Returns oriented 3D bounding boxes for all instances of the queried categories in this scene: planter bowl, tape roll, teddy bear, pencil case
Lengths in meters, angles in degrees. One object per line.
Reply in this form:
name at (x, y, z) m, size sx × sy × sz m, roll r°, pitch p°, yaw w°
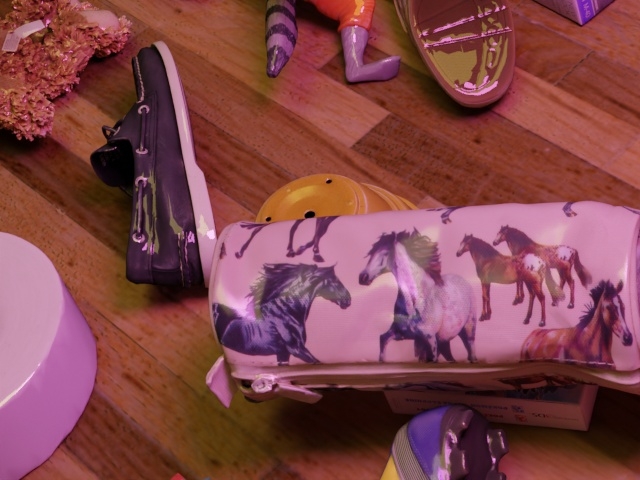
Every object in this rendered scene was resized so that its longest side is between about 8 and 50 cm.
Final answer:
planter bowl at (0.000, 0.000, 1.698) m, size 0.217 × 0.090 × 0.217 m, roll -12°, pitch 45°, yaw 12°
tape roll at (-0.371, 0.124, 1.720) m, size 0.286 × 0.100 × 0.286 m, roll -11°, pitch 46°, yaw 12°
teddy bear at (-0.378, -0.188, 2.027) m, size 0.245 × 0.113 × 0.338 m, roll 18°, pitch 49°, yaw 25°
pencil case at (0.108, 0.062, 1.484) m, size 0.410 × 0.160 × 0.183 m, roll -3°, pitch 59°, yaw 20°

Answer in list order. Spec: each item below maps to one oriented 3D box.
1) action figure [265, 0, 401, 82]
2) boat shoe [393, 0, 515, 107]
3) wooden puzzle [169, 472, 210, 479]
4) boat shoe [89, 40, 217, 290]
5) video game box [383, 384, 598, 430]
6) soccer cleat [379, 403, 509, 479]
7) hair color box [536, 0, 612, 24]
action figure at (-0.064, -0.344, 1.923) m, size 0.178 × 0.341 × 0.330 m, roll -45°, pitch 39°, yaw 16°
boat shoe at (0.134, -0.257, 1.883) m, size 0.109 × 0.098 × 0.302 m, roll -18°, pitch 60°, yaw -6°
wooden puzzle at (-0.134, 0.243, 1.582) m, size 0.083 × 0.006 × 0.049 m, roll -41°, pitch 48°, yaw -18°
boat shoe at (-0.184, -0.079, 1.819) m, size 0.113 × 0.127 × 0.340 m, roll -12°, pitch 54°, yaw -6°
video game box at (0.174, 0.074, 1.590) m, size 0.187 × 0.048 × 0.205 m, roll 2°, pitch 50°, yaw 26°
soccer cleat at (0.082, 0.270, 1.435) m, size 0.121 × 0.093 × 0.289 m, roll -25°, pitch 40°, yaw 44°
hair color box at (0.192, -0.393, 1.922) m, size 0.110 × 0.185 × 0.339 m, roll -40°, pitch 47°, yaw -17°
